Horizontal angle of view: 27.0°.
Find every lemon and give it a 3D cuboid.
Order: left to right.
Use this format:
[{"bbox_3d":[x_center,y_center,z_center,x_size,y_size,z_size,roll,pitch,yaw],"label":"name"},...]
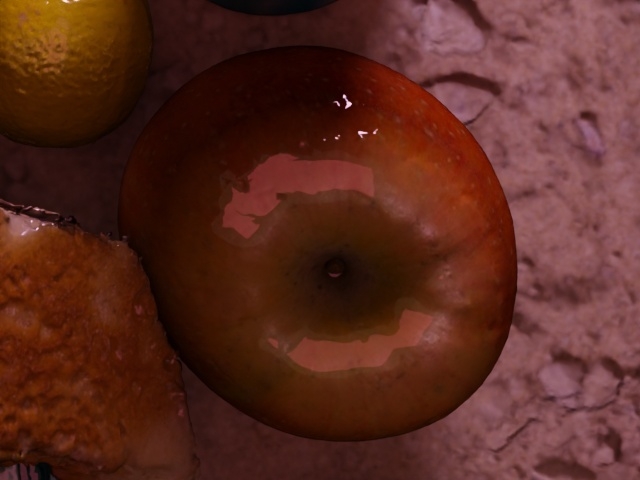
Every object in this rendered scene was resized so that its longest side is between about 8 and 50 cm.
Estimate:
[{"bbox_3d":[-0.151,-0.113,0.771,0.109,0.109,0.133,11,112,-4],"label":"lemon"}]

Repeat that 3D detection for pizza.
[{"bbox_3d":[-0.152,0.055,0.676,0.226,0.069,0.147,14,86,-38],"label":"pizza"}]

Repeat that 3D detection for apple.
[{"bbox_3d":[0.000,0.000,0.764,0.210,0.173,0.234,-23,108,2],"label":"apple"}]

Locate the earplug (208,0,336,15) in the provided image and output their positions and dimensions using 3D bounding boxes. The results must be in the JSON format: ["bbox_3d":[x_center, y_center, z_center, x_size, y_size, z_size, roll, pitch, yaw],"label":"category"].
[{"bbox_3d":[-0.021,-0.207,0.654,0.185,0.324,0.185,0,98,-3],"label":"earplug"}]

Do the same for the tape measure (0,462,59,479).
[{"bbox_3d":[-0.212,0.207,0.811,0.235,0.115,0.207,-36,95,3],"label":"tape measure"}]
